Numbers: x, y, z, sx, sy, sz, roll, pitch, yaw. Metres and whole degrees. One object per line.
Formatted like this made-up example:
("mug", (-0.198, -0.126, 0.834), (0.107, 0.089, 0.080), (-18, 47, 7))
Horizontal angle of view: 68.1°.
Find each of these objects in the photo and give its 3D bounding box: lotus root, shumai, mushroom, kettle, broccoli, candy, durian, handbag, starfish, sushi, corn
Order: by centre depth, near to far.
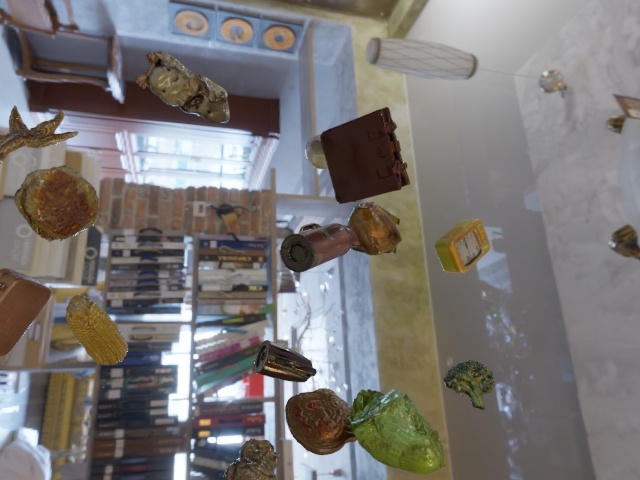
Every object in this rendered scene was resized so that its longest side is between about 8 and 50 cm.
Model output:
("starfish", (-0.661, -0.234, 1.055), (0.277, 0.236, 0.062), (-120, -160, -52))
("handbag", (-0.759, 0.169, 1.132), (0.193, 0.072, 0.151), (-61, 162, -18))
("sushi", (-0.397, -0.455, 1.441), (0.124, 0.332, 0.130), (-50, -137, 20))
("shumai", (-0.194, 0.750, 1.501), (0.184, 0.185, 0.218), (2, -75, 35))
("handbag", (0.137, -0.263, 1.511), (0.276, 0.084, 0.260), (-9, -83, 46))
("durian", (0.239, 0.617, 1.531), (0.339, 0.204, 0.255), (49, -35, 19))
("broccoli", (0.494, 0.473, 1.549), (0.155, 0.167, 0.160), (-22, -127, 25))
("corn", (-0.759, 0.317, 1.615), (0.346, 0.130, 0.130), (85, -6, -47))
("lotus root", (0.200, -0.063, 1.794), (0.188, 0.199, 0.179), (8, -58, 45))
("mushroom", (0.000, -0.373, 1.890), (0.270, 0.118, 0.103), (-86, -179, -55))
("kettle", (-0.137, 0.519, 2.002), (0.202, 0.232, 0.144), (-30, -138, 58))
("candy", (0.309, -0.056, 2.360), (0.187, 0.081, 0.297), (33, -30, 25))

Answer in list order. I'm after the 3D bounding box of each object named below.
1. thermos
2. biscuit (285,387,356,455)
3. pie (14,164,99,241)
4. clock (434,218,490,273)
("thermos", (0.003, 0.008, 1.440), (0.330, 0.136, 0.109), (-18, 109, -59))
("biscuit", (0.004, 0.636, 1.690), (0.273, 0.257, 0.049), (43, -49, 49))
("pie", (-0.598, -0.084, 1.091), (0.079, 0.163, 0.193), (26, -29, 31))
("clock", (0.526, 0.020, 1.745), (0.096, 0.202, 0.143), (1, -59, 55))
